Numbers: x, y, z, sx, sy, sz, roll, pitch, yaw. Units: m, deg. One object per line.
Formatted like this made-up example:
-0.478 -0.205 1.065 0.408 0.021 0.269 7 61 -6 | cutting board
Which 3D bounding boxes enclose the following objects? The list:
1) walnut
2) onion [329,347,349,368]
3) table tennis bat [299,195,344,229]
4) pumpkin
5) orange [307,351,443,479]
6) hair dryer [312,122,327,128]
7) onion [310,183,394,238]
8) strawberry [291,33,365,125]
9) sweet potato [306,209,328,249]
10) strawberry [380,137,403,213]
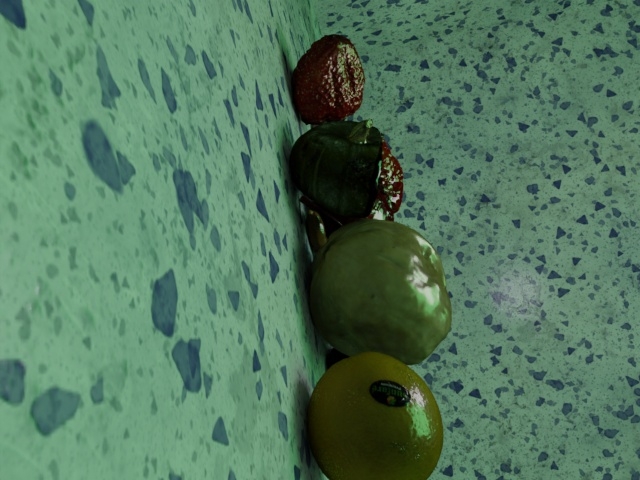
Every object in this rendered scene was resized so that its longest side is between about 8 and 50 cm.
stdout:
0.144 0.129 1.376 0.381 0.381 0.381 -10 90 -83 | walnut
0.135 0.363 1.499 0.207 0.206 0.216 55 25 -73 | onion
0.007 -0.070 1.470 0.155 0.019 0.098 37 -5 18 | table tennis bat
0.041 -0.212 1.414 0.325 0.232 0.242 -90 -165 -63 | pumpkin
0.102 0.356 1.073 0.274 0.274 0.274 -10 90 -83 | orange
0.027 -0.318 2.029 0.352 0.125 0.210 -65 144 -66 | hair dryer
0.098 -0.075 1.658 0.276 0.276 0.276 -10 90 -83 | onion
0.031 -0.507 1.746 0.250 0.239 0.288 -107 -156 -44 | strawberry
0.000 0.000 1.549 0.056 0.056 0.194 -86 156 -61 | sweet potato
0.166 -0.225 1.922 0.351 0.267 0.312 -76 -176 -52 | strawberry
